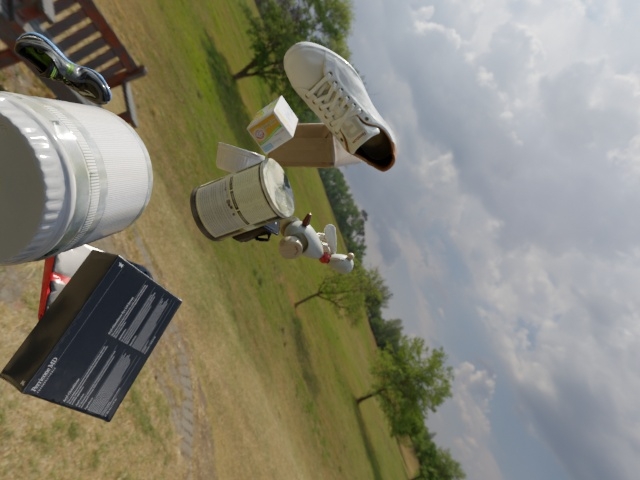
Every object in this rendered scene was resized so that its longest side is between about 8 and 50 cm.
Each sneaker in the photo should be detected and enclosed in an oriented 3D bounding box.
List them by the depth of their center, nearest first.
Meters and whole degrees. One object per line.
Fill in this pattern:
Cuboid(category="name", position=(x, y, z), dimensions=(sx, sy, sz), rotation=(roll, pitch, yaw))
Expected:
Cuboid(category="sneaker", position=(0.051, -0.243, 0.794), dimensions=(0.290, 0.106, 0.123), rotation=(38, 26, -25))
Cuboid(category="sneaker", position=(-0.522, -0.337, 0.870), dimensions=(0.188, 0.067, 0.078), rotation=(35, 34, -25))

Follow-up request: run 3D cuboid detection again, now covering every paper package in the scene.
Cuboid(category="paper package", position=(-0.018, -0.391, 1.752), dimensions=(0.325, 0.310, 0.168), rotation=(-27, 119, -59))

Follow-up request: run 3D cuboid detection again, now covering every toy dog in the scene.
Cuboid(category="toy dog", position=(0.000, 0.000, 1.532), dimensions=(0.334, 0.161, 0.220), rotation=(11, 43, -45))

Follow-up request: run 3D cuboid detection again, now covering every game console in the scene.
Cuboid(category="game console", position=(-0.739, 0.182, 1.456), dimensions=(0.387, 0.060, 0.341), rotation=(32, 32, -47))

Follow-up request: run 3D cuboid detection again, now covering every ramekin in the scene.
Cuboid(category="ramekin", position=(-0.354, -0.344, 1.859), dimensions=(0.207, 0.207, 0.108), rotation=(-112, -142, -79))

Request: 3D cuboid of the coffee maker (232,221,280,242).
Cuboid(category="coffee maker", position=(-0.284, -0.071, 1.768), dimensions=(0.171, 0.178, 0.120), rotation=(54, 35, -35))

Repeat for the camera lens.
Cuboid(category="camera lens", position=(-0.393, -0.091, 0.615), dimensions=(0.274, 0.220, 0.219), rotation=(-73, 141, -77))

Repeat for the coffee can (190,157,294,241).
Cuboid(category="coffee can", position=(-0.253, -0.129, 1.404), dimensions=(0.201, 0.276, 0.201), rotation=(-17, 90, -71))

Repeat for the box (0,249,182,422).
Cuboid(category="box", position=(-0.416, 0.177, 0.809), dimensions=(0.261, 0.103, 0.184), rotation=(-64, 144, -25))

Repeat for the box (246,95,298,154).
Cuboid(category="box", position=(-0.155, -0.385, 1.420), dimensions=(0.103, 0.114, 0.203), rotation=(53, 19, -24))
